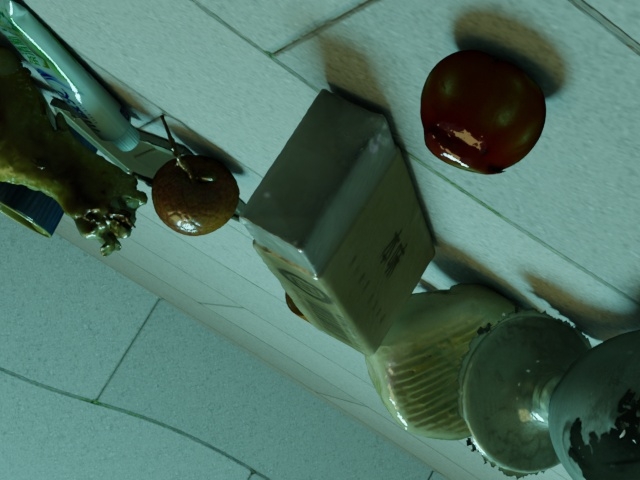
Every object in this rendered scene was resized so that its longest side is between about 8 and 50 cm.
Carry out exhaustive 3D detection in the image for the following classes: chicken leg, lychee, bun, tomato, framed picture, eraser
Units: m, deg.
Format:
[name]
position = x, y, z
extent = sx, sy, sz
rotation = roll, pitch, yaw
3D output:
[chicken leg]
position = -0.378, -0.120, 1.519
extent = 0.429, 0.201, 0.153
rotation = 35, -150, 18
[lychee]
position = -0.158, -0.060, 1.462
extent = 0.114, 0.101, 0.140
rotation = 37, 177, 19
[bun]
position = 0.147, 0.123, 1.358
extent = 0.178, 0.193, 0.128
rotation = 63, -179, -26
[tomato]
position = 0.103, -0.080, 0.796
extent = 0.087, 0.075, 0.087
rotation = 27, 171, 5
[framed picture]
position = -0.228, -0.104, 1.666
extent = 0.281, 0.019, 0.209
rotation = 22, 166, 35
[eraser]
position = 0.027, -0.004, 1.139
extent = 0.078, 0.144, 0.343
rotation = 29, 169, 20

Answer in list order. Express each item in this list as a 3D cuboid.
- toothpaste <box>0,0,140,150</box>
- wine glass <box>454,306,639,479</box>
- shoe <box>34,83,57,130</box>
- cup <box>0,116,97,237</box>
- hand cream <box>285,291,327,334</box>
[toothpaste]
position = -0.298, -0.195, 1.401
extent = 0.075, 0.048, 0.297
rotation = 21, 162, 35
[wine glass]
position = 0.279, 0.161, 1.110
extent = 0.190, 0.190, 0.357
rotation = 35, 171, -18
[shoe]
position = -0.440, -0.186, 1.691
extent = 0.227, 0.099, 0.112
rotation = 30, 176, 21
[cup]
position = -0.433, -0.106, 1.835
extent = 0.176, 0.155, 0.131
rotation = 20, 164, 48
[hand cream]
position = 0.077, 0.123, 1.705
extent = 0.140, 0.089, 0.314
rotation = 23, 170, 39
